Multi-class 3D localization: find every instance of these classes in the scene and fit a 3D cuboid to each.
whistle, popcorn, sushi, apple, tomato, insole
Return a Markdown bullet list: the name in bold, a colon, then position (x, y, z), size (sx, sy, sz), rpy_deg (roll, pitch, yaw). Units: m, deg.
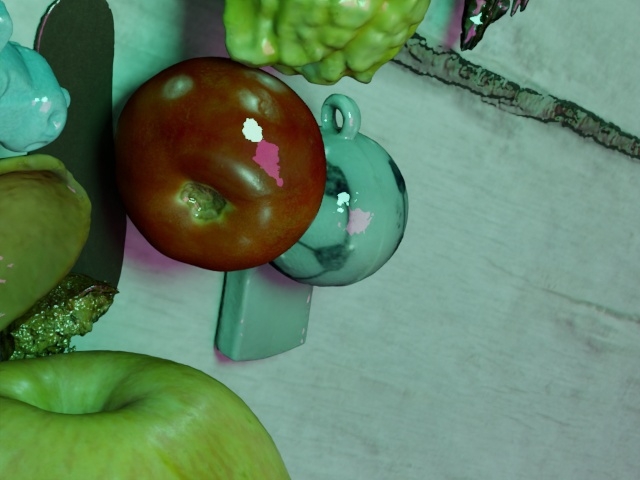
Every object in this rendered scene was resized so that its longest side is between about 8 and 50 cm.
- **whistle**: position (-0.297, -0.125, 1.427), size (0.274, 0.093, 0.186), rpy_deg (8, 133, -46)
- **popcorn**: position (0.010, -0.240, 1.580), size (0.255, 0.195, 0.256), rpy_deg (-59, 174, -8)
- **whistle**: position (0.000, 0.000, 1.766), size (0.163, 0.163, 0.289), rpy_deg (-14, 122, -41)
- **sushi**: position (-0.228, 0.070, 1.633), size (0.118, 0.060, 0.061), rpy_deg (-44, 140, -2)
- **apple**: position (-0.198, 0.267, 1.553), size (0.391, 0.391, 0.346), rpy_deg (-10, 115, -43)
- **tomato**: position (-0.084, -0.068, 1.618), size (0.136, 0.195, 0.195), rpy_deg (-67, 155, -48)
- **insole**: position (-0.210, -0.060, 1.623), size (0.111, 0.007, 0.327), rpy_deg (-22, 128, -38)

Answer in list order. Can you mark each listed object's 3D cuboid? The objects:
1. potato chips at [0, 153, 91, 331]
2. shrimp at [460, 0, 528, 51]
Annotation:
- **potato chips**: position (-0.283, 0.012, 1.539), size (0.195, 0.062, 0.208), rpy_deg (-13, 134, -47)
- **shrimp**: position (0.145, -0.356, 1.774), size (0.233, 0.071, 0.365), rpy_deg (-1, 111, -41)
